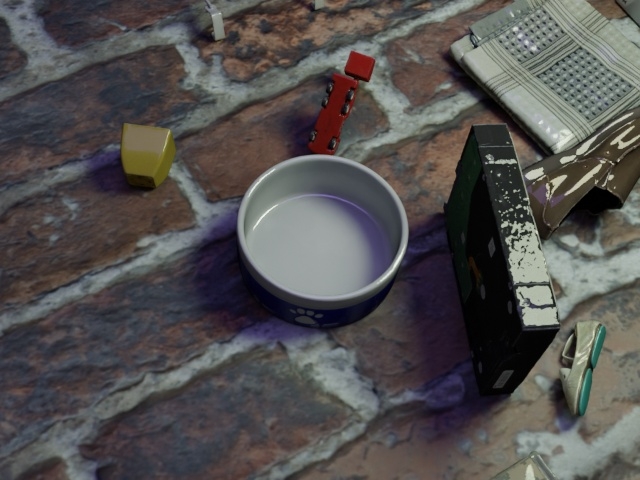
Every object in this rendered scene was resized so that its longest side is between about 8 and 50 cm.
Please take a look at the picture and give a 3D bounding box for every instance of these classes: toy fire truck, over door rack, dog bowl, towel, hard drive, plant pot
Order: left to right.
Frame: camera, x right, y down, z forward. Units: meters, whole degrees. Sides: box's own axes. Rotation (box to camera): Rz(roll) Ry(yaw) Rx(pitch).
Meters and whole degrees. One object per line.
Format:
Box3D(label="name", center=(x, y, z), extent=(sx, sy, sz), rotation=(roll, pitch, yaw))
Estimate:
Box3D(label="plant pot", center=(-0.291, -0.135, 1.388), extent=(0.081, 0.081, 0.083), rotation=(7, 69, 0))
Box3D(label="over door rack", center=(-0.159, -0.567, 1.645), extent=(0.239, 0.108, 0.324), rotation=(-21, 63, -16))
Box3D(label="dog bowl", center=(0.000, 0.000, 1.312), extent=(0.264, 0.104, 0.265), rotation=(2, 58, -4))
Box3D(label="toy fire truck", center=(0.037, -0.239, 1.465), extent=(0.047, 0.135, 0.192), rotation=(21, 98, 8))
Box3D(label="hard drive", center=(0.258, 0.029, 1.238), extent=(0.064, 0.237, 0.339), rotation=(-3, 58, -7))
Box3D(label="towel", center=(0.446, -0.335, 1.560), extent=(0.312, 0.056, 0.324), rotation=(-34, 68, -15))

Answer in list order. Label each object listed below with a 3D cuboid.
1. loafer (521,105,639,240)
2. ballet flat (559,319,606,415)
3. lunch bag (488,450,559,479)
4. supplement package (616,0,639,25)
Box3D(label="loafer", center=(0.473, -0.104, 1.411), extent=(0.365, 0.134, 0.130), rotation=(-29, 69, -9))
Box3D(label="ballet flat", center=(0.389, 0.193, 1.264), extent=(0.052, 0.057, 0.168), rotation=(5, 50, 32))
Box3D(label="lunch bag", center=(0.254, 0.450, 1.020), extent=(0.235, 0.169, 0.287), rotation=(-27, 60, -19))
Box3D(label="supplement package", center=(0.773, -0.517, 1.635), extent=(0.262, 0.199, 0.198), rotation=(-23, 64, -17))
